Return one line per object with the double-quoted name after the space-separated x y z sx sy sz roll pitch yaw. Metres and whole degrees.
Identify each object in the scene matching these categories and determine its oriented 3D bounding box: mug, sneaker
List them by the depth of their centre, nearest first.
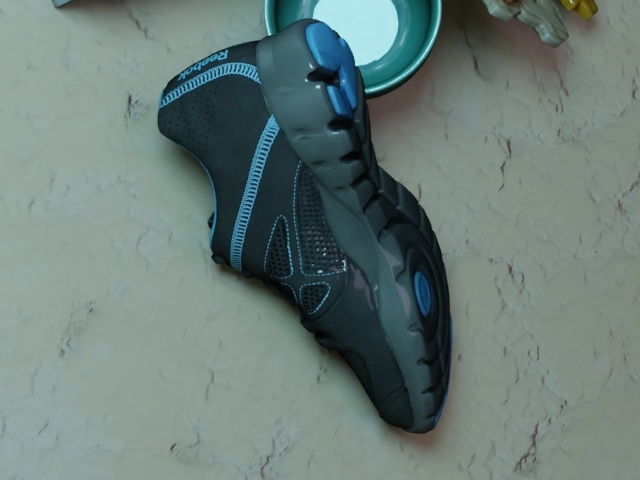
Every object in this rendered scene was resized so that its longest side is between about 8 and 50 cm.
0.000 0.000 1.326 0.125 0.140 0.341 -71 143 -58 "sneaker"
0.011 -0.166 1.355 0.158 0.097 0.129 -13 91 2 "mug"

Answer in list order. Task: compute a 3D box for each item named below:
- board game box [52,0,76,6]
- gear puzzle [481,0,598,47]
-0.130 -0.345 1.300 0.224 0.097 0.303 -22 96 -33 "board game box"
0.138 -0.236 1.403 0.339 0.044 0.175 16 41 -53 "gear puzzle"
